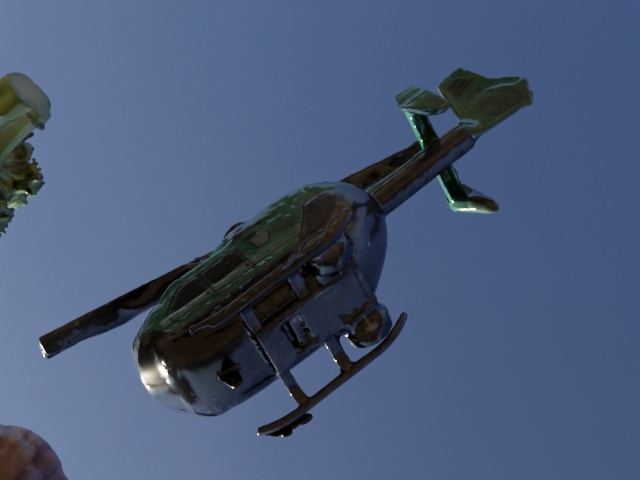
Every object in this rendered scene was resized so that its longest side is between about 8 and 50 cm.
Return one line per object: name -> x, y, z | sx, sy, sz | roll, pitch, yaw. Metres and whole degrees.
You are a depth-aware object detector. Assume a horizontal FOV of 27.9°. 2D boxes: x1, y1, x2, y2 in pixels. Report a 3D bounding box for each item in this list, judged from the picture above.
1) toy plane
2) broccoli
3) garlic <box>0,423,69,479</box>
toy plane -> 0.000, 0.000, 0.863 | 0.381, 0.106, 0.155 | -38, -147, -11
broccoli -> -0.470, -0.124, 1.610 | 0.235, 0.288, 0.260 | 30, -70, 3
garlic -> -0.212, 0.187, 0.773 | 0.147, 0.102, 0.159 | 19, -96, -8
